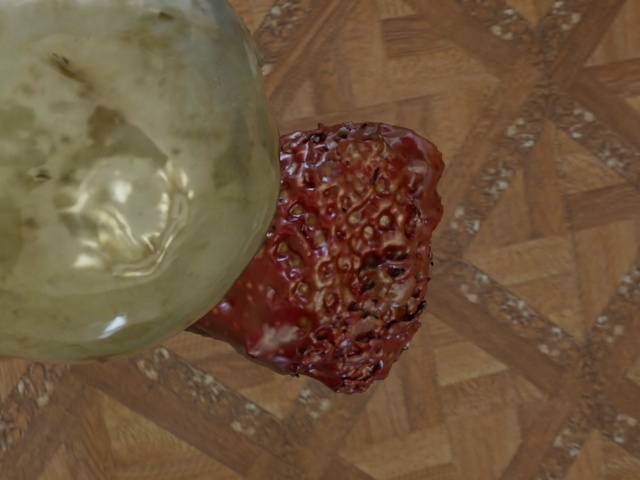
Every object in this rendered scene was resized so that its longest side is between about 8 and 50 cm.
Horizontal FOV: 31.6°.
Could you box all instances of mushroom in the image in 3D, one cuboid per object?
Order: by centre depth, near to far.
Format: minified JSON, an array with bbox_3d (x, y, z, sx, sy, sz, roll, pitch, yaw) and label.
[{"bbox_3d":[-0.094,-0.036,0.439,0.166,0.127,0.166,-1,109,-2],"label":"mushroom"}]

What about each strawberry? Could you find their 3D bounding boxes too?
[{"bbox_3d":[0.000,0.000,0.759,0.187,0.184,0.201,44,116,11],"label":"strawberry"}]
